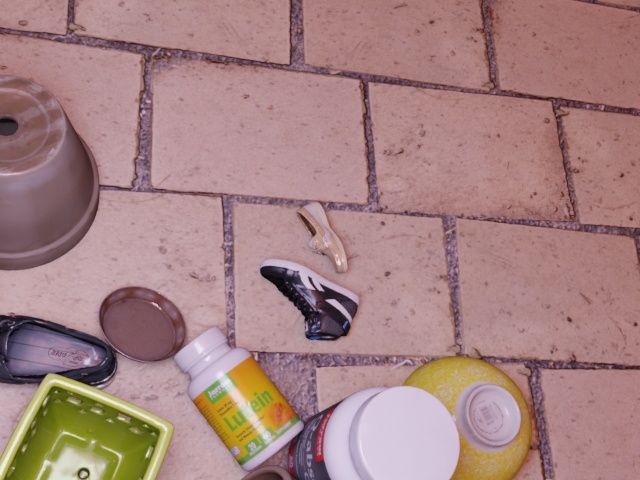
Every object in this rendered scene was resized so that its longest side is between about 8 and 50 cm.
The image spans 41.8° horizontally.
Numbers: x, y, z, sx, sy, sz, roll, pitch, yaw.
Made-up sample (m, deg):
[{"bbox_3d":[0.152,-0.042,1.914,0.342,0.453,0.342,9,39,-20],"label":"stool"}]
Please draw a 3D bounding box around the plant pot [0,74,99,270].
[{"bbox_3d":[-0.552,-0.141,1.481,0.323,0.280,0.323,6,67,-15],"label":"plant pot"}]

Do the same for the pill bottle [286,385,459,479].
[{"bbox_3d":[0.084,0.368,1.440,0.210,0.363,0.210,7,67,-16],"label":"pill bottle"}]

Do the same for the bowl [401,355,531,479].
[{"bbox_3d":[0.303,0.351,1.637,0.290,0.156,0.289,7,67,-16],"label":"bowl"}]

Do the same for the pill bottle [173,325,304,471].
[{"bbox_3d":[-0.154,0.282,1.523,0.136,0.136,0.245,-35,83,-26],"label":"pill bottle"}]

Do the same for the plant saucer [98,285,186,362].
[{"bbox_3d":[-0.331,0.159,1.546,0.169,0.029,0.168,21,43,-20],"label":"plant saucer"}]

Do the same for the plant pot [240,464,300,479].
[{"bbox_3d":[-0.057,0.547,1.411,0.229,0.263,0.263,39,61,-20],"label":"plant pot"}]

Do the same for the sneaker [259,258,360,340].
[{"bbox_3d":[-0.032,0.126,1.656,0.217,0.079,0.121,24,62,-10],"label":"sneaker"}]

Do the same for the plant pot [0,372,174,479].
[{"bbox_3d":[-0.393,0.376,1.368,0.228,0.207,0.227,25,63,-7],"label":"plant pot"}]

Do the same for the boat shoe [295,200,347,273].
[{"bbox_3d":[0.000,0.000,1.731,0.059,0.063,0.170,-19,67,-21],"label":"boat shoe"}]

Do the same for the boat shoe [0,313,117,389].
[{"bbox_3d":[-0.521,0.188,1.452,0.340,0.113,0.127,17,65,-11],"label":"boat shoe"}]
